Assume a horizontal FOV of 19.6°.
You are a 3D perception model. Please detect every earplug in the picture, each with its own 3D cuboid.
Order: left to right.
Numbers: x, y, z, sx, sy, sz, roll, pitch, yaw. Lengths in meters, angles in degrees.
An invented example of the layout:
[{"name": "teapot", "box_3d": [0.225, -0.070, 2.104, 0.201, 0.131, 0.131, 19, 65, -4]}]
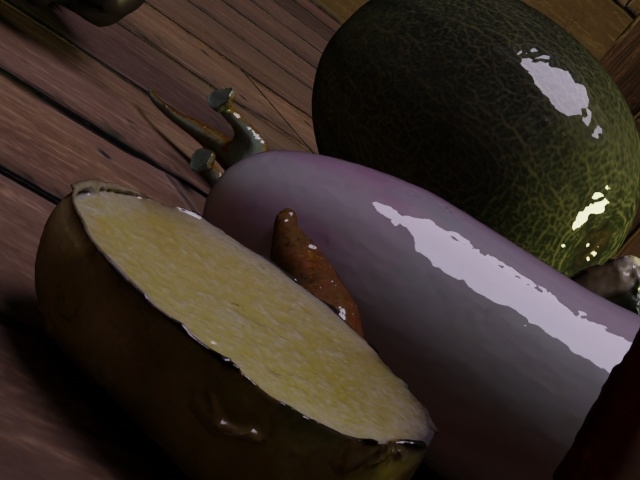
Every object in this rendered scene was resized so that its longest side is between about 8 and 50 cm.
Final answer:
[{"name": "earplug", "box_3d": [0.064, 0.050, 1.082, 0.301, 0.172, 0.172, 34, 10, -4]}]

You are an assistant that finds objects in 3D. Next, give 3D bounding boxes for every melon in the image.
[{"name": "melon", "box_3d": [0.122, -0.085, 1.530, 0.301, 0.237, 0.237, 46, 10, 31]}]

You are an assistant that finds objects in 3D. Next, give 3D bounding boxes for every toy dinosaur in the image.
[{"name": "toy dinosaur", "box_3d": [-0.043, -0.041, 1.352, 0.142, 0.057, 0.212, 48, 5, -35]}]

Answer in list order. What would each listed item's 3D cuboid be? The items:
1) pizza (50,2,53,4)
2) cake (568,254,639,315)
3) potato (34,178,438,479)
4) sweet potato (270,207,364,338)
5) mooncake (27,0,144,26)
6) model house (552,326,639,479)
[{"name": "pizza", "box_3d": [-0.218, -0.214, 1.521, 0.078, 0.025, 0.083, 19, 30, -54]}, {"name": "cake", "box_3d": [0.238, 0.147, 1.260, 0.158, 0.172, 0.283, 27, 18, -47]}, {"name": "potato", "box_3d": [-0.048, 0.057, 0.809, 0.200, 0.081, 0.164, 43, 17, 28]}, {"name": "sweet potato", "box_3d": [-0.001, 0.068, 0.946, 0.068, 0.068, 0.226, 35, 24, -33]}, {"name": "mooncake", "box_3d": [-0.236, -0.272, 1.375, 0.283, 0.141, 0.283, 31, 8, -5]}, {"name": "model house", "box_3d": [0.190, 0.162, 0.805, 0.196, 0.254, 0.160, 23, 11, -24]}]
